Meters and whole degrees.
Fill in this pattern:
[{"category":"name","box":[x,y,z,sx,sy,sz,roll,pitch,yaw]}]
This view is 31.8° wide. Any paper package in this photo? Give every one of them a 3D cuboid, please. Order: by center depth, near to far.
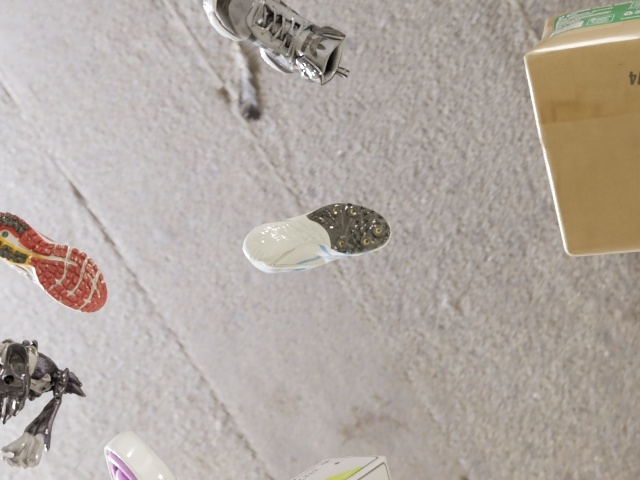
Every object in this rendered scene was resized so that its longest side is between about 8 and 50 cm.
[{"category":"paper package","box":[0.457,-0.154,1.438,0.324,0.168,0.310,-6,113,26]}]

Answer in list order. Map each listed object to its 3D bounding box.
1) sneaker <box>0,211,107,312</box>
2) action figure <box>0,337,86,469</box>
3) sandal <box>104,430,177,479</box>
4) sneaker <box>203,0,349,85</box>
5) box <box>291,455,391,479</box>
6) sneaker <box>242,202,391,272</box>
[{"category":"sneaker","box":[-0.435,0.034,1.794,0.225,0.088,0.093,38,168,-4]},{"category":"action figure","box":[-0.373,0.172,1.303,0.164,0.141,0.276,28,167,3]},{"category":"sandal","box":[-0.224,0.398,1.396,0.169,0.102,0.416,34,143,41]},{"category":"sneaker","box":[-0.053,-0.317,1.688,0.153,0.268,0.101,26,89,34]},{"category":"box","box":[0.028,0.397,1.211,0.087,0.169,0.290,-12,93,35]},{"category":"sneaker","box":[0.000,0.000,1.671,0.237,0.085,0.086,-9,160,26]}]
